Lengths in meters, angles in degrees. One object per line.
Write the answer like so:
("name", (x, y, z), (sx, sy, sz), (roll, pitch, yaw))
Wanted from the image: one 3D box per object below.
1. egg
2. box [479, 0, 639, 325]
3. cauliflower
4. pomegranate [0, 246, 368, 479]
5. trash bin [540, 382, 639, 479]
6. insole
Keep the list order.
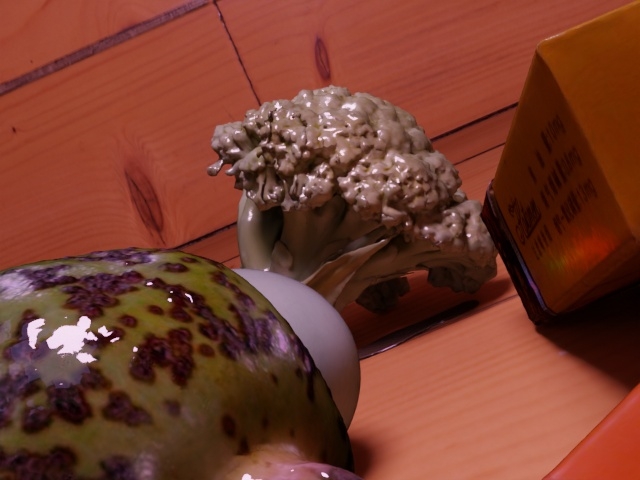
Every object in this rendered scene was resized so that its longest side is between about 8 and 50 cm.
("egg", (-0.075, 0.109, 0.721), (0.231, 0.168, 0.168), (-24, 7, 34))
("box", (0.252, -0.057, 0.641), (0.264, 0.115, 0.415), (-24, -11, 2))
("cauliflower", (0.016, -0.013, 1.015), (0.327, 0.281, 0.260), (34, 23, 27))
("pomegranate", (-0.091, 0.126, 0.470), (0.271, 0.254, 0.254), (3, 25, 41))
("trash bin", (0.194, 0.068, 0.332), (0.239, 0.161, 0.184), (-31, 11, -20))
("insole", (0.091, 0.086, 0.963), (0.135, 0.002, 0.045), (-24, 9, -2))
